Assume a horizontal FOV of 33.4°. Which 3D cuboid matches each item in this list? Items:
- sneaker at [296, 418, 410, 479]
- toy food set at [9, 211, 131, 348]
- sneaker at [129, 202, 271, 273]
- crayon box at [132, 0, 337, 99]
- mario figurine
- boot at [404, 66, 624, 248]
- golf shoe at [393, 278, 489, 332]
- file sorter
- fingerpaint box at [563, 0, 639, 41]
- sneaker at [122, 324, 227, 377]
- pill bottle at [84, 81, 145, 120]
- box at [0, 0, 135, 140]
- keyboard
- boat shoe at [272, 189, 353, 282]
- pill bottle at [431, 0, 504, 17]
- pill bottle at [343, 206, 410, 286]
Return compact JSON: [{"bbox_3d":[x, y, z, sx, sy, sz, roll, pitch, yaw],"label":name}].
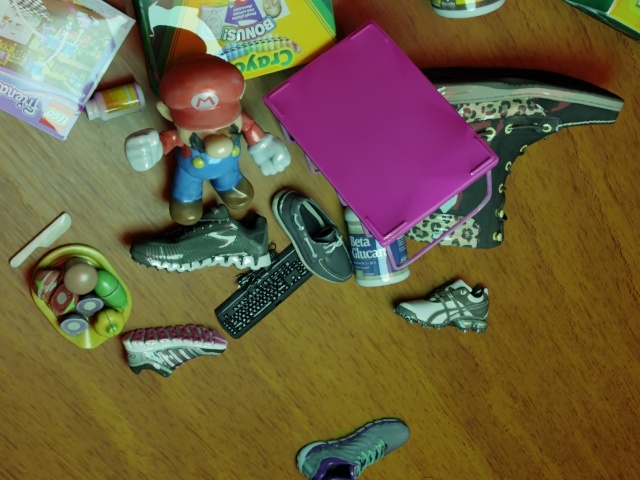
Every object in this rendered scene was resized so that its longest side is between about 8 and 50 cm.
[{"bbox_3d":[0.074,0.399,1.943,0.224,0.098,0.083,-17,118,-16],"label":"sneaker"},{"bbox_3d":[-0.367,0.081,1.619,0.128,0.071,0.218,-35,122,-6],"label":"toy food set"},{"bbox_3d":[-0.182,-0.008,1.663,0.234,0.078,0.106,0,108,-27],"label":"sneaker"},{"bbox_3d":[-0.123,-0.321,1.540,0.278,0.081,0.165,-18,119,-16],"label":"crayon box"},{"bbox_3d":[-0.155,-0.118,1.496,0.198,0.170,0.320,-55,165,-26],"label":"mario figurine"},{"bbox_3d":[0.307,-0.137,1.782,0.377,0.138,0.284,-1,112,-20],"label":"boot"},{"bbox_3d":[0.217,0.110,1.900,0.198,0.077,0.094,7,99,-33],"label":"golf shoe"},{"bbox_3d":[0.092,-0.130,1.581,0.202,0.290,0.182,-37,160,-5],"label":"file sorter"},{"bbox_3d":[0.658,-0.517,1.753,0.371,0.163,0.444,19,104,-29],"label":"fingerpaint box"},{"bbox_3d":[-0.237,0.183,1.730,0.170,0.063,0.074,-1,113,-18],"label":"sneaker"},{"bbox_3d":[-0.298,-0.199,1.540,0.083,0.043,0.043,-18,119,-16],"label":"pill bottle"},{"bbox_3d":[-0.427,-0.289,1.434,0.293,0.057,0.201,28,98,-31],"label":"box"},{"bbox_3d":[-0.091,0.081,1.763,0.192,0.038,0.100,-42,122,-3],"label":"keyboard"},{"bbox_3d":[0.000,0.000,1.740,0.075,0.065,0.206,-52,123,-22],"label":"boat shoe"},{"bbox_3d":[0.213,-0.454,1.609,0.117,0.117,0.215,-20,119,-15],"label":"pill bottle"},{"bbox_3d":[0.089,-0.017,1.755,0.094,0.094,0.169,-14,101,-18],"label":"pill bottle"}]
